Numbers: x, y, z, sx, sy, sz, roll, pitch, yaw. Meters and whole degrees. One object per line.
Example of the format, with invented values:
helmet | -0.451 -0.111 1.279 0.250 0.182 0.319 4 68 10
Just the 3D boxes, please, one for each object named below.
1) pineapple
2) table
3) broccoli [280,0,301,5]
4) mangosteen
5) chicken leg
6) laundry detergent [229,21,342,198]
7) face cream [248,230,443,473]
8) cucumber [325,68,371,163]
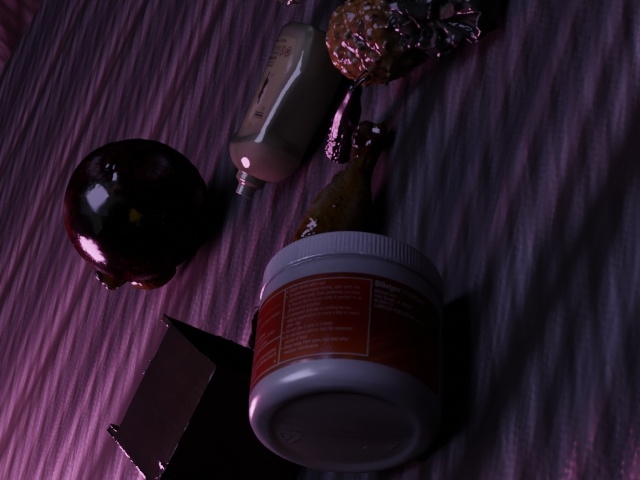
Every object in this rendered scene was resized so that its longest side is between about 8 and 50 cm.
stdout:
pineapple | 0.118 -0.270 1.903 0.248 0.128 0.128 -14 56 53
table | -0.126 0.219 1.875 0.169 0.172 0.193 -64 29 3
broccoli | 0.020 -0.466 2.163 0.375 0.302 0.249 -42 -1 -13
mangosteen | -0.278 -0.028 2.374 0.265 0.228 0.228 82 -177 -45
chicken leg | 0.001 0.001 1.939 0.323 0.083 0.177 -60 7 17
laundry detergent | -0.057 -0.179 2.182 0.253 0.091 0.181 -65 24 2
face cream | 0.030 0.121 1.625 0.201 0.201 0.187 -39 35 43
cucumber | 0.036 -0.156 1.975 0.039 0.043 0.163 56 158 22
